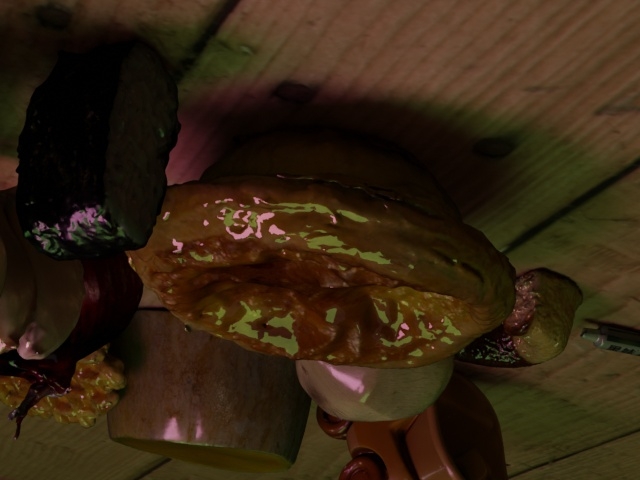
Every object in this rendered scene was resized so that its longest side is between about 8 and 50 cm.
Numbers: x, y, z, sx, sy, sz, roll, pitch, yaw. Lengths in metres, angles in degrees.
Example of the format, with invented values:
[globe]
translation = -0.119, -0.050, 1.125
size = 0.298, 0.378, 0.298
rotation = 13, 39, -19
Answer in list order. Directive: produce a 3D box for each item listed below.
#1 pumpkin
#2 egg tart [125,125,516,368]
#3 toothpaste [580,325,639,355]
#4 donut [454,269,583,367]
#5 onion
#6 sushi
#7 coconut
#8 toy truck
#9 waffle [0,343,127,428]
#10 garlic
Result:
[pumpkin]
translation = -0.176, 0.240, 2.532
size = 0.332, 0.199, 0.332
rotation = 9, 158, 4
[egg tart]
translation = 0.000, 0.000, 1.854
size = 0.443, 0.178, 0.443
rotation = 8, 158, 3
[toothpaste]
translation = 0.442, 0.143, 2.286
size = 0.204, 0.031, 0.049
rotation = 12, 159, -20
[donut]
translation = 0.254, 0.111, 2.188
size = 0.141, 0.085, 0.217
rotation = 18, 155, -26
[onion]
translation = -0.349, 0.102, 2.127
size = 0.273, 0.285, 0.273
rotation = -13, 169, -3
[sushi]
translation = -0.220, -0.087, 1.633
size = 0.127, 0.225, 0.124
rotation = -8, 145, 24
[coconut]
translation = 0.055, 0.135, 2.167
size = 0.224, 0.224, 0.224
rotation = 7, 159, 2
[toy truck]
translation = 0.142, 0.313, 2.535
size = 0.212, 0.288, 0.204
rotation = -33, 140, 23
[waffle]
translation = -0.425, 0.158, 2.439
size = 0.302, 0.068, 0.325
rotation = 36, 142, -6
[garlic]
translation = -0.359, 0.047, 1.613
size = 0.185, 0.203, 0.281
rotation = -21, 163, 14
